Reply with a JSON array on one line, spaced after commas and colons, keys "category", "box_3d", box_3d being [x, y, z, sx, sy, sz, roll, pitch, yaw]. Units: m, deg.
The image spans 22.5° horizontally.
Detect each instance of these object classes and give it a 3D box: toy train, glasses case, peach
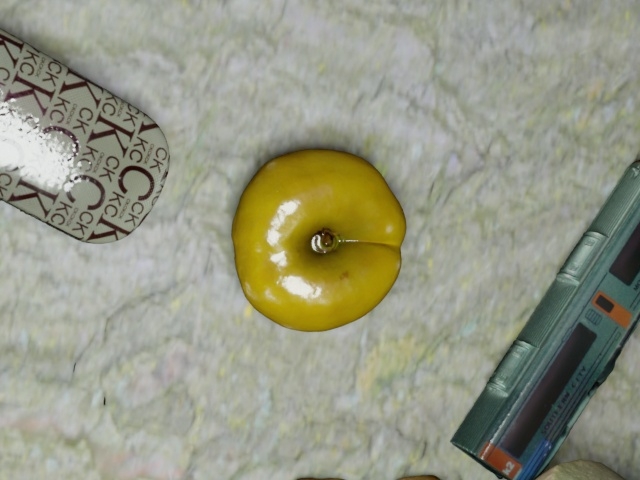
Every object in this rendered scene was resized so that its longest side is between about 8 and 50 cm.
[{"category": "toy train", "box_3d": [0.277, 0.060, 1.643, 0.089, 0.086, 0.409, 34, 84, -16]}, {"category": "glasses case", "box_3d": [-0.301, -0.120, 1.440, 0.355, 0.085, 0.137, 30, 87, -18]}, {"category": "peach", "box_3d": [0.000, 0.000, 1.540, 0.179, 0.103, 0.179, -2, 96, -21]}]

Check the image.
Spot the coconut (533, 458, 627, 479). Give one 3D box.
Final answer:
[{"category": "coconut", "box_3d": [0.258, 0.343, 1.559, 0.239, 0.239, 0.244, 42, 122, -17]}]

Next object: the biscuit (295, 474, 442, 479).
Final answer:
[{"category": "biscuit", "box_3d": [0.048, 0.340, 1.614, 0.164, 0.047, 0.207, 1, 93, -19]}]
